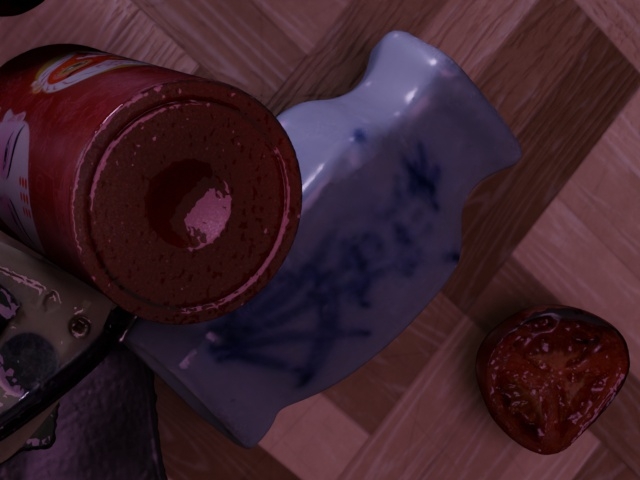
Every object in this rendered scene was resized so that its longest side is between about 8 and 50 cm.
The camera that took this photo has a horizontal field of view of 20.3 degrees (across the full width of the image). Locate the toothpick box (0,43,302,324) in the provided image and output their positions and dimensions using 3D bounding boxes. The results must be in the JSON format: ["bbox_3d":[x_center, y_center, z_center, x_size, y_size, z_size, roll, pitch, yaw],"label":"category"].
[{"bbox_3d":[-0.175,-0.059,1.567,0.204,0.333,0.204,-5,102,-24],"label":"toothpick box"}]

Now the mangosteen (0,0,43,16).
[{"bbox_3d":[-0.294,-0.269,1.595,0.140,0.140,0.140,-5,103,-25],"label":"mangosteen"}]

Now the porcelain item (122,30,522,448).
[{"bbox_3d":[0.000,0.000,1.751,0.405,0.178,0.242,-47,118,-10],"label":"porcelain item"}]

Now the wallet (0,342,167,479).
[{"bbox_3d":[-0.304,0.205,1.719,0.321,0.044,0.170,-13,99,-27],"label":"wallet"}]

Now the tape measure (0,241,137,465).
[{"bbox_3d":[-0.317,0.113,1.617,0.271,0.133,0.231,25,74,-24],"label":"tape measure"}]

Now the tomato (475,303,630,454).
[{"bbox_3d":[0.238,0.134,1.948,0.166,0.082,0.174,-49,121,-5],"label":"tomato"}]
